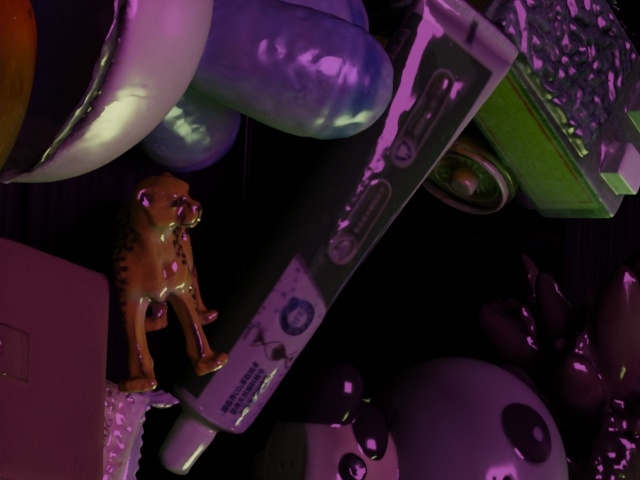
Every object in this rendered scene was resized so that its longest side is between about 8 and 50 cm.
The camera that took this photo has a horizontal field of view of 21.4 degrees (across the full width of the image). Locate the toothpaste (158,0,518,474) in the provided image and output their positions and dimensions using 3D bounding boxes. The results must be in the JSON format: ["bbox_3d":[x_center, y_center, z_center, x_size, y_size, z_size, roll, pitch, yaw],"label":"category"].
[{"bbox_3d":[0.000,0.000,1.193,0.098,0.061,0.392,33,91,-33],"label":"toothpaste"}]

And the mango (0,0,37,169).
[{"bbox_3d":[-0.269,-0.042,0.899,0.289,0.129,0.146,-40,88,-4],"label":"mango"}]

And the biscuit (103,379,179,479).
[{"bbox_3d":[-0.230,0.114,1.031,0.309,0.079,0.186,37,61,-41],"label":"biscuit"}]

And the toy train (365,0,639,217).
[{"bbox_3d":[0.145,-0.133,1.338,0.272,0.188,0.159,51,56,-33],"label":"toy train"}]

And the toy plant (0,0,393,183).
[{"bbox_3d":[-0.085,-0.144,1.085,0.332,0.247,0.247,0,90,-48],"label":"toy plant"}]

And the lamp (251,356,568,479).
[{"bbox_3d":[0.076,0.181,1.279,0.243,0.197,0.198,12,81,-36],"label":"lamp"}]

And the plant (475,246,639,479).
[{"bbox_3d":[0.233,0.161,1.423,0.181,0.194,0.321,-5,96,-49],"label":"plant"}]

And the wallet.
[{"bbox_3d":[-0.174,0.078,1.008,0.118,0.038,0.153,29,55,-46],"label":"wallet"}]

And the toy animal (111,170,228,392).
[{"bbox_3d":[-0.105,0.008,1.120,0.181,0.073,0.136,-99,180,-74],"label":"toy animal"}]
